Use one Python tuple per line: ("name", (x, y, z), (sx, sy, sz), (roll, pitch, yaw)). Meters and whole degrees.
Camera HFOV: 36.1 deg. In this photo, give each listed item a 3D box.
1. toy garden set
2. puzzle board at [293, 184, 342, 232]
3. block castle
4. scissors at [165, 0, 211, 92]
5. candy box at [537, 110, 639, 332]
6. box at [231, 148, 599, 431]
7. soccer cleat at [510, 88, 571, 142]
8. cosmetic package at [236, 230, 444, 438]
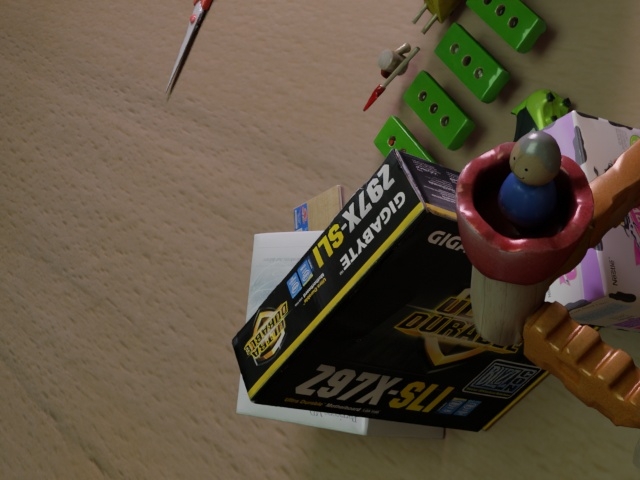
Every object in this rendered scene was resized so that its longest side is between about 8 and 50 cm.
("toy garden set", (0.147, -0.207, 1.184), (0.244, 0.049, 0.204), (-56, 45, 24))
("puzzle board", (0.000, 0.000, 1.323), (0.096, 0.011, 0.128), (-26, 60, 44))
("block castle", (0.333, 0.040, 0.590), (0.303, 0.213, 0.453), (-39, 61, -19))
("scissors", (-0.203, -0.392, 1.669), (0.109, 0.021, 0.297), (17, 91, 49))
("candy box", (0.274, -0.008, 0.852), (0.070, 0.196, 0.165), (-30, 58, 50))
("box", (0.116, 0.066, 0.923), (0.257, 0.322, 0.079), (-48, 46, 29))
("soccer cleat", (0.233, -0.074, 1.040), (0.072, 0.060, 0.179), (-29, 51, 53))
("cosmetic package", (0.028, 0.107, 1.151), (0.224, 0.138, 0.225), (-3, 81, 47))
